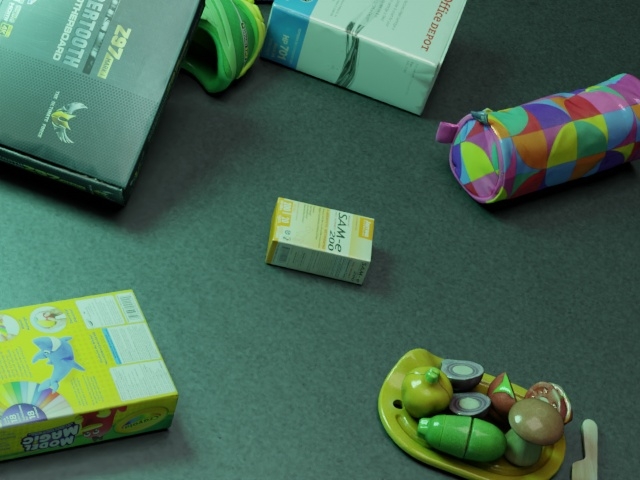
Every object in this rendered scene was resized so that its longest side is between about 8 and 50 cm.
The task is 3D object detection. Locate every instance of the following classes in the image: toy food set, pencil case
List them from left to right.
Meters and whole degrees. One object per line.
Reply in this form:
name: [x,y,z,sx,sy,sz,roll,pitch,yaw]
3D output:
toy food set: [0.164,0.154,1.660,0.218,0.071,0.128,19,44,1]
pencil case: [0.245,-0.111,1.935,0.236,0.104,0.104,-13,52,-30]

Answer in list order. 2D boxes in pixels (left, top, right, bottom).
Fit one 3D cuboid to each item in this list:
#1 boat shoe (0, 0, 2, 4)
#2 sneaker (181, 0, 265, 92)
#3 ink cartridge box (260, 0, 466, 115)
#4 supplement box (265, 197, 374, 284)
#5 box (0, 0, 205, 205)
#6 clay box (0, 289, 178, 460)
boat shoe: [-0.353,-0.306,1.939,0.084,0.095,0.258,-10,37,2]
sneaker: [-0.189,-0.259,1.891,0.295,0.109,0.123,31,52,-16]
ink cartridge box: [0.048,-0.235,2.004,0.191,0.082,0.139,22,44,2]
supplement box: [0.000,0.000,1.786,0.098,0.036,0.062,12,44,-6]
box: [-0.235,-0.172,1.790,0.183,0.059,0.232,20,76,1]
clay box: [-0.248,0.119,1.575,0.222,0.053,0.127,-9,50,-24]
